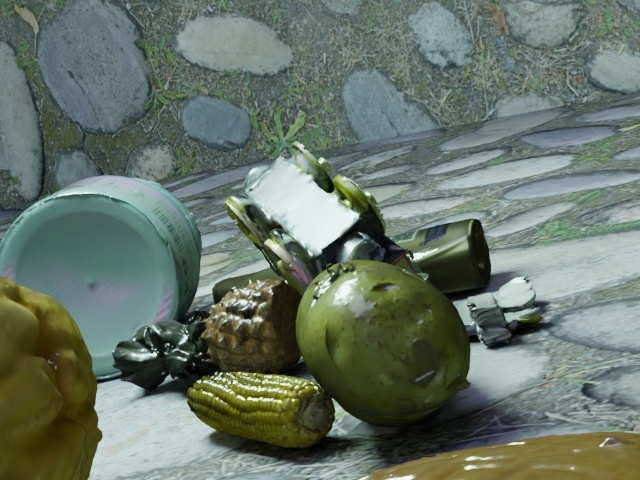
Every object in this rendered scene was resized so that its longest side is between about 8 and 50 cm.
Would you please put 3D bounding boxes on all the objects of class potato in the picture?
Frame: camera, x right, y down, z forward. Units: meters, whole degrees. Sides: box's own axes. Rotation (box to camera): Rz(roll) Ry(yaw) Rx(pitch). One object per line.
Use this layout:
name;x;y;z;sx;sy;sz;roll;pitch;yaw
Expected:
potato;0.058;0.089;1.419;0.143;0.169;0.248;-38;3;4

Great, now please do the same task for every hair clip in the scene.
hair clip;0.183;0.076;1.665;0.116;0.049;0.172;-9;8;5

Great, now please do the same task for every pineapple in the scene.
pineapple;-0.131;0.118;1.741;0.237;0.111;0.119;-15;-22;27

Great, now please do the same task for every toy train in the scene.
toy train;0.000;0.000;1.771;0.134;0.177;0.261;-38;37;-8

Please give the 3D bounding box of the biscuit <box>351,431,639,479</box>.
biscuit;0.090;0.211;1.009;0.385;0.062;0.365;-16;11;-10

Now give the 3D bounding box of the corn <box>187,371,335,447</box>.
corn;-0.062;0.162;1.474;0.072;0.072;0.203;-21;12;-33

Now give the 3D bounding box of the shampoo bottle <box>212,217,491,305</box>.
shampoo bottle;0.036;0.048;1.915;0.350;0.084;0.125;-12;14;16

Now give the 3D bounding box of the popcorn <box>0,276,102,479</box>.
popcorn;-0.383;0.160;1.201;0.390;0.344;0.354;24;36;20

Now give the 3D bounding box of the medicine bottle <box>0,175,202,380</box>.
medicine bottle;-0.278;0.035;2.006;0.245;0.245;0.290;-13;8;7
